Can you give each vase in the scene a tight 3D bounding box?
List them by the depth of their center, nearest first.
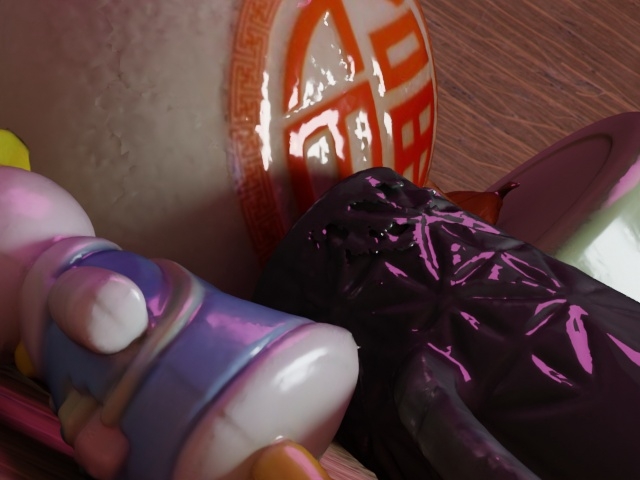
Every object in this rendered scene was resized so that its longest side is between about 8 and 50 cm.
[{"bbox_3d":[0.105,0.087,0.681,0.301,0.156,0.251,36,11,26],"label":"vase"}]

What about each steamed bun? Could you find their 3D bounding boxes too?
[{"bbox_3d":[-0.045,-0.060,0.827,0.177,0.283,0.283,5,-13,32],"label":"steamed bun"}]

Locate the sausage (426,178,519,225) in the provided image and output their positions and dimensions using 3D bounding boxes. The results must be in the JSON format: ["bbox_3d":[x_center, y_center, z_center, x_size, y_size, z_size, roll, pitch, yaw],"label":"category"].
[{"bbox_3d":[-0.003,0.001,1.121,0.328,0.112,0.112,-7,23,-36],"label":"sausage"}]

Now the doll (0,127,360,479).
[{"bbox_3d":[-0.079,0.034,0.640,0.241,0.098,0.135,28,20,21],"label":"doll"}]

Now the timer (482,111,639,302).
[{"bbox_3d":[0.205,0.118,1.222,0.315,0.291,0.291,50,-2,-7],"label":"timer"}]
